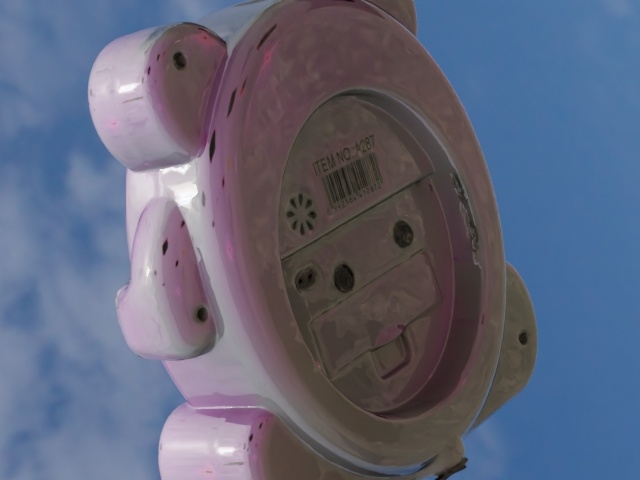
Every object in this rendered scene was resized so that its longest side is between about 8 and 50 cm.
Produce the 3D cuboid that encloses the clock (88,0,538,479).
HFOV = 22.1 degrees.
[{"bbox_3d":[0.000,0.000,0.781,0.227,0.090,0.247,-30,-72,-44],"label":"clock"}]
